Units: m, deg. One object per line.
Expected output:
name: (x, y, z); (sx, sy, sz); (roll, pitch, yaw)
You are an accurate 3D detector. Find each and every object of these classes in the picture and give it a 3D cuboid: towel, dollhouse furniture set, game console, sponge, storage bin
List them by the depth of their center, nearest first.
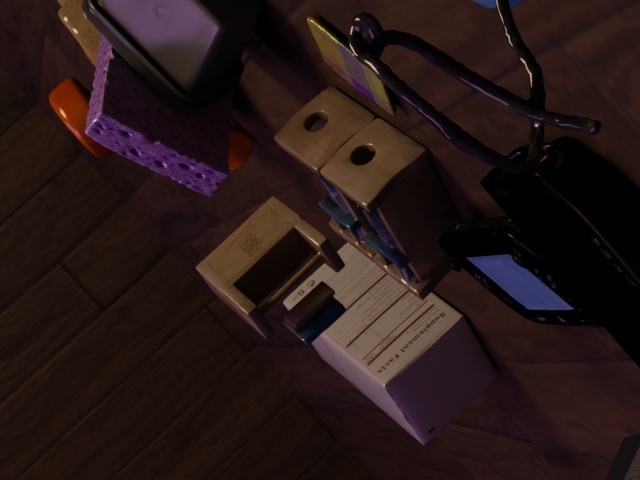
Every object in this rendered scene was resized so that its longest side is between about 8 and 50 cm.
game console: (0.173, 0.033, 1.171); (0.213, 0.044, 0.361); (49, 171, -6)
towel: (0.023, -0.130, 1.269); (0.083, 0.009, 0.060); (41, 168, 30)
dollhouse furniture set: (0.000, 0.000, 1.367); (0.129, 0.183, 0.129); (38, 167, 43)
storage bin: (-0.108, -0.189, 1.387); (0.135, 0.098, 0.091); (46, 137, 8)
sponge: (-0.128, -0.130, 1.429); (0.117, 0.031, 0.210); (26, -146, -20)

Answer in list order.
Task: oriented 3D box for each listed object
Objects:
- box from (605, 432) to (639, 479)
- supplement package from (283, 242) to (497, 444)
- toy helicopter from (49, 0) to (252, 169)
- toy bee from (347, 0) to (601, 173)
box: (0.264, 0.199, 1.119); (0.153, 0.108, 0.207); (26, 170, 0)
supplement package: (0.067, 0.096, 1.694); (0.179, 0.105, 0.105); (38, 166, 45)
toy helicopter: (-0.201, -0.189, 1.778); (0.355, 0.140, 0.235); (53, -175, 40)
toy bee: (0.077, -0.159, 0.614); (0.195, 0.162, 0.298); (15, -152, -40)
